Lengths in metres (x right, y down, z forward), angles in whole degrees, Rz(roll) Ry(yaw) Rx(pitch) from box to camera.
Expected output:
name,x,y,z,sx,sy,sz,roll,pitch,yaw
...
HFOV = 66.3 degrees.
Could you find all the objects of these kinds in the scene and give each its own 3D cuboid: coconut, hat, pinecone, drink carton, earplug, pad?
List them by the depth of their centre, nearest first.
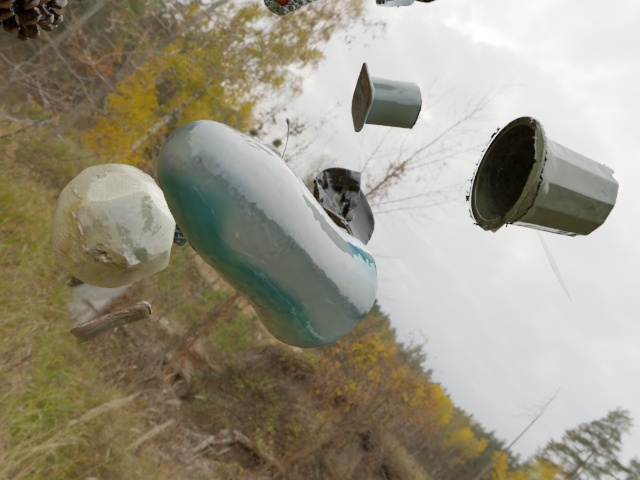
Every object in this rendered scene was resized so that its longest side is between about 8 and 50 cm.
name,x,y,z,sx,sy,sz,roll,pitch,yaw
earplug,-0.066,-0.017,0.583,0.185,0.185,0.324,42,-8,40
pinecone,-0.557,-0.460,0.880,0.212,0.186,0.168,-8,89,-77
coconut,-0.592,-0.039,1.423,0.360,0.346,0.346,39,-11,46
drink carton,0.211,-0.451,1.599,0.191,0.190,0.185,109,-24,-49
pad,0.779,0.069,1.644,0.176,0.002,0.266,50,28,-24
hat,0.099,-0.111,2.237,0.258,0.366,0.381,10,-51,19

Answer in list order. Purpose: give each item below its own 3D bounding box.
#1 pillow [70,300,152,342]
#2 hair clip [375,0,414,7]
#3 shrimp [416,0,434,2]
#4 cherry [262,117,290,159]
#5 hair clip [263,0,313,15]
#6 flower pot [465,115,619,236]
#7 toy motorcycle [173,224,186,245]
name,x,y,z,sx,sy,sz,roll,pitch,yaw
pillow,-0.576,0.225,1.362,0.034,0.211,0.135,60,-24,21
hair clip,0.167,-0.594,1.211,0.083,0.275,0.048,10,-59,18
shrimp,0.288,-0.887,1.428,0.233,0.071,0.364,-3,-63,51
cherry,-0.146,-0.209,1.247,0.116,0.187,0.148,8,-5,-5
hair clip,-0.054,-0.934,1.809,0.138,0.322,0.091,53,-18,30
flower pot,0.527,-0.124,1.165,0.259,0.290,0.290,16,0,-12
toy motorcycle,-0.507,-0.080,1.920,0.182,0.272,0.123,21,44,-42
